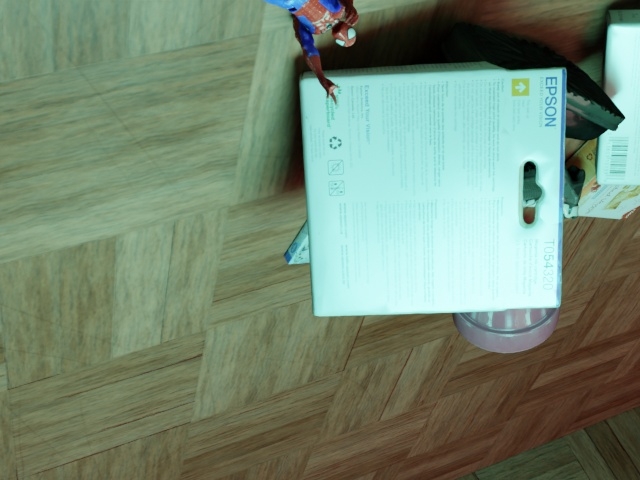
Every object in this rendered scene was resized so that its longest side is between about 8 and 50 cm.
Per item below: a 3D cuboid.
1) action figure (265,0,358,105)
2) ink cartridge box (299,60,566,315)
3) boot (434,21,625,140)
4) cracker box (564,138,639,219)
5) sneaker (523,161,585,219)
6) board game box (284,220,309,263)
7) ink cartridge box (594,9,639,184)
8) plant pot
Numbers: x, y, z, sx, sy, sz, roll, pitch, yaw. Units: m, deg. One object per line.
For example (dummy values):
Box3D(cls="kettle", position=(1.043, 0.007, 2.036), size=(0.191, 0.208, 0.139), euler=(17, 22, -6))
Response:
Box3D(cls="action figure", position=(-0.020, -0.254, 1.186), size=(0.091, 0.139, 0.280), euler=(-37, 153, 17))
Box3D(cls="ink cartridge box", position=(0.144, -0.064, 1.399), size=(0.330, 0.071, 0.324), euler=(-2, 109, 1))
Box3D(cls="boot", position=(0.239, -0.156, 1.546), size=(0.347, 0.131, 0.260), euler=(13, 129, -31))
Box3D(cls="cracker box", position=(0.529, -0.114, 1.953), size=(0.232, 0.067, 0.156), euler=(1, 140, -43))
Box3D(cls="sneaker", position=(0.352, -0.105, 1.809), size=(0.234, 0.078, 0.106), euler=(9, 110, -29))
Box3D(cls="board game box", position=(0.000, 0.000, 1.715), size=(0.090, 0.020, 0.090), euler=(-4, 143, -37))
Box3D(cls="ink cartridge box", position=(0.540, -0.209, 1.610), size=(0.238, 0.060, 0.275), euler=(1, 126, 10))
Box3D(cls="plant pot", position=(0.339, 0.073, 1.977), size=(0.201, 0.201, 0.180), euler=(-22, 135, -13))
